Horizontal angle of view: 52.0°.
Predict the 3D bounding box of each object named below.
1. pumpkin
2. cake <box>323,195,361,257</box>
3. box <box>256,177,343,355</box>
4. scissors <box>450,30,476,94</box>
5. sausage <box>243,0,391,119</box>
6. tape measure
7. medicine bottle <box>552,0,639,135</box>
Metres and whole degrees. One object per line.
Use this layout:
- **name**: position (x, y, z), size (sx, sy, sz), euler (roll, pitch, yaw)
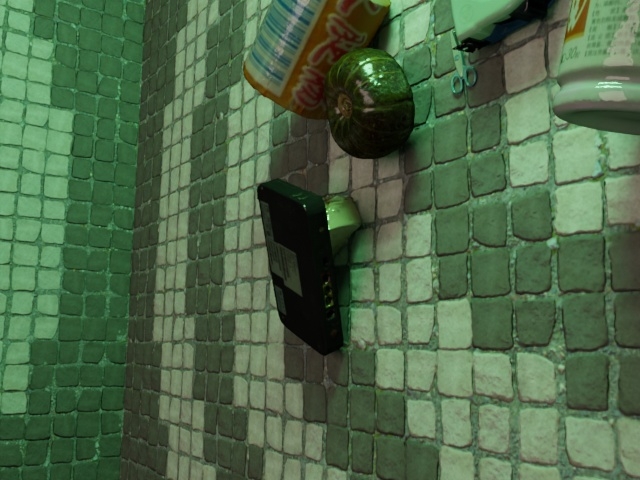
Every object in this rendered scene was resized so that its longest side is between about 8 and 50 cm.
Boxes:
- **pumpkin**: position (0.101, -0.267, 1.279), size (0.219, 0.162, 0.219), euler (50, 150, 43)
- **cake**: position (-0.013, -0.001, 1.414), size (0.220, 0.116, 0.086), euler (-46, 59, 37)
- **box**: position (-0.042, 0.055, 1.378), size (0.211, 0.058, 0.350), euler (29, 132, 54)
- **scissors**: position (0.250, -0.325, 1.187), size (0.058, 0.014, 0.119), euler (-27, 67, 49)
- **sausage**: position (-0.011, -0.438, 1.390), size (0.287, 0.233, 0.233), euler (-60, 42, 29)
- **tape measure**: position (0.288, -0.511, 1.079), size (0.215, 0.097, 0.352), euler (-17, 78, 54)
- **medicine bottle**: position (0.410, -0.297, 0.796), size (0.202, 0.202, 0.316), euler (14, 96, 54)
